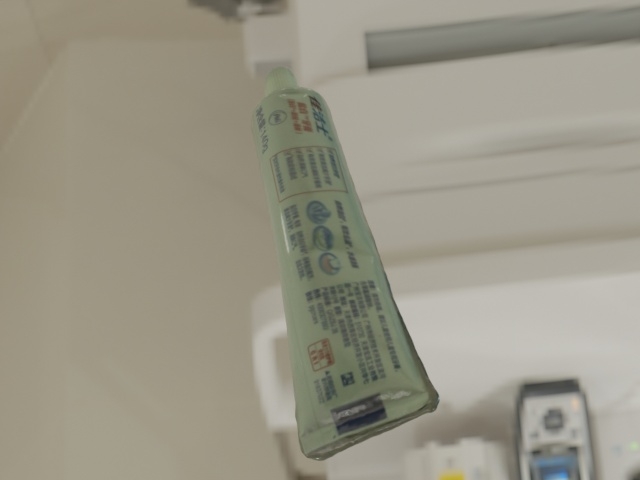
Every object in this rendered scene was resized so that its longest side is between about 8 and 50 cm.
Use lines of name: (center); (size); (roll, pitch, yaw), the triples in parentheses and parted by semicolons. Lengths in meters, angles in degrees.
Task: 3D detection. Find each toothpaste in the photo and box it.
toothpaste: (0.001, 0.000, 1.005); (0.069, 0.268, 0.047); (-3, 139, -13)
